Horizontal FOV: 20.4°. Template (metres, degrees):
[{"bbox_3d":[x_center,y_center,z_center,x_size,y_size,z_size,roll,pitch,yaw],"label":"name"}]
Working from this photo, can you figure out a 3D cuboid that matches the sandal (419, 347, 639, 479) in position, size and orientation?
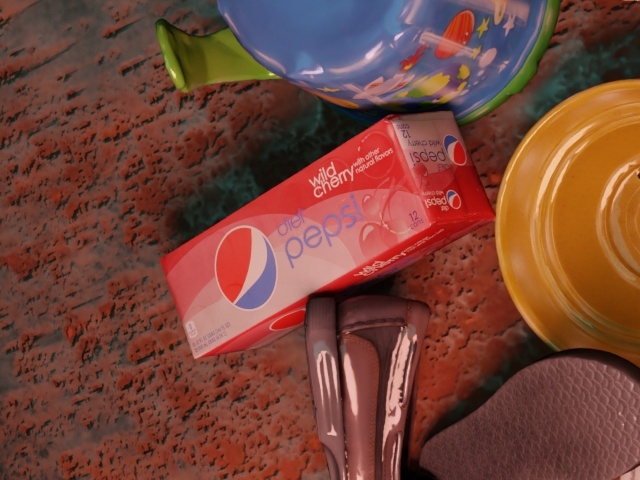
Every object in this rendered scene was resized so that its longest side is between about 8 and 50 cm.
[{"bbox_3d":[0.163,0.137,1.305,0.254,0.054,0.097,-29,84,53],"label":"sandal"}]

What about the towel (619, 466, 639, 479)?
[{"bbox_3d":[0.312,0.281,1.218,0.235,0.121,0.283,-2,88,58],"label":"towel"}]

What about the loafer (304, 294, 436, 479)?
[{"bbox_3d":[0.052,0.180,1.338,0.095,0.109,0.302,-8,114,3],"label":"loafer"}]

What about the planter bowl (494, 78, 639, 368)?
[{"bbox_3d":[0.243,-0.010,1.286,0.217,0.090,0.217,4,98,26],"label":"planter bowl"}]

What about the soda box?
[{"bbox_3d":[0.000,0.000,1.347,0.263,0.083,0.092,-31,74,38],"label":"soda box"}]

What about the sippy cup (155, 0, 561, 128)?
[{"bbox_3d":[0.037,-0.193,1.290,0.240,0.224,0.305,37,106,16],"label":"sippy cup"}]
